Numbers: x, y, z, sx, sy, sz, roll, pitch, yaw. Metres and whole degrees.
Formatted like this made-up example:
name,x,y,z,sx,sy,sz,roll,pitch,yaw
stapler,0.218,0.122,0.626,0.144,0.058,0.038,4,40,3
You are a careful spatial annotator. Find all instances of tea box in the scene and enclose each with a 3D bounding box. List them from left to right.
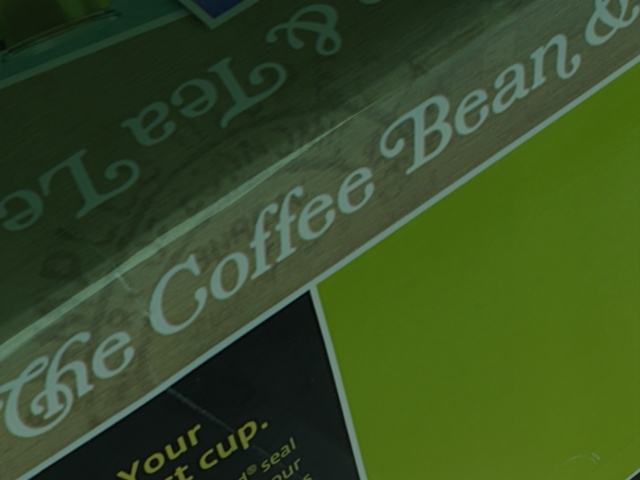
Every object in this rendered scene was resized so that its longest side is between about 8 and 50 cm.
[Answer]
name,x,y,z,sx,sy,sz,roll,pitch,yaw
tea box,0.000,0.000,0.571,0.329,0.220,0.323,-34,141,-19
